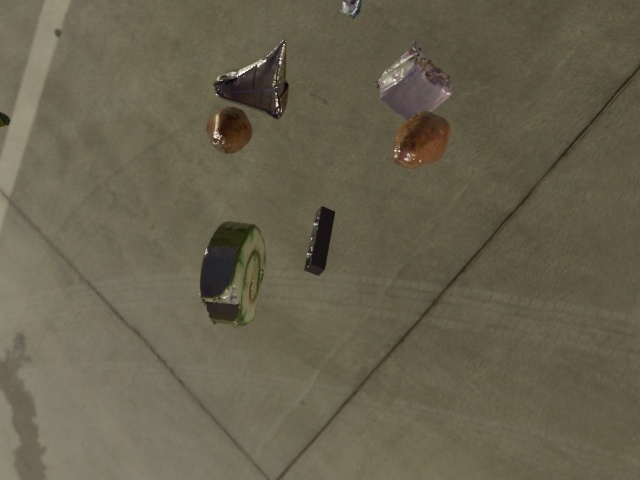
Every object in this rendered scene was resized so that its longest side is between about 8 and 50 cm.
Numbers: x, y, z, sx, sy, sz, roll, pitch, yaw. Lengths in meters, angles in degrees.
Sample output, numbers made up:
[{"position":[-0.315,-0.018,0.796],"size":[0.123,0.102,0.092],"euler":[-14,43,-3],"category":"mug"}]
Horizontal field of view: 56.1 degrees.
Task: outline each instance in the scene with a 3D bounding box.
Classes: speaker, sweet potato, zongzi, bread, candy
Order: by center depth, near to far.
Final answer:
[{"position":[0.179,-0.176,1.084],"size":[0.097,0.252,0.097],"euler":[9,115,19],"category":"sweet potato"},{"position":[-0.218,-0.267,1.450],"size":[0.112,0.359,0.112],"euler":[-1,106,-3],"category":"sweet potato"},{"position":[0.000,0.000,1.565],"size":[0.046,0.191,0.040],"euler":[23,142,-16],"category":"speaker"},{"position":[0.293,-0.490,1.895],"size":[0.185,0.137,0.195],"euler":[33,135,-25],"category":"candy"},{"position":[-0.283,0.123,2.009],"size":[0.129,0.382,0.366],"euler":[8,106,10],"category":"bread"},{"position":[-0.239,-0.606,2.126],"size":[0.286,0.138,0.300],"euler":[21,136,11],"category":"zongzi"}]

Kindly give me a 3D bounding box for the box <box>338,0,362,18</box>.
[{"position":[0.067,-0.824,1.710],"size":[0.106,0.264,0.337],"euler":[3,114,-13],"category":"box"}]

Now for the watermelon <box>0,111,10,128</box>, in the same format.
[{"position":[-0.553,-0.079,0.742],"size":[0.303,0.159,0.128],"euler":[-37,49,5],"category":"watermelon"}]
